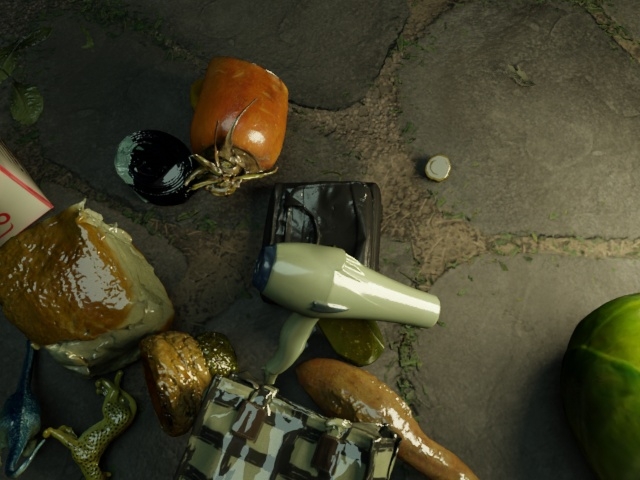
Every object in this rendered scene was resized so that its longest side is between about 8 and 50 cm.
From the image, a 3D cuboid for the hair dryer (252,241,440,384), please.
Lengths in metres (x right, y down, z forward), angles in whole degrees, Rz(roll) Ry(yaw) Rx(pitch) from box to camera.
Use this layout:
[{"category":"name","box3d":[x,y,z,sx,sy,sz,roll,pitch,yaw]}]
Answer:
[{"category":"hair dryer","box3d":[0.042,0.130,0.880,0.295,0.298,0.119,0,38,-1]}]

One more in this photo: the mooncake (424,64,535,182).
[{"category":"mooncake","box3d":[0.345,-0.262,1.158,0.346,0.057,0.150,-30,79,-9]}]

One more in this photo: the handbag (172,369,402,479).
[{"category":"handbag","box3d":[-0.075,0.402,0.838,0.325,0.162,0.327,17,89,15]}]

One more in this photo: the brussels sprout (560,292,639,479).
[{"category":"brussels sprout","box3d":[0.510,0.255,0.800,0.281,0.289,0.355,-4,89,-6]}]

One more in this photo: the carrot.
[{"category":"carrot","box3d":[-0.169,-0.236,1.132,0.214,0.193,0.331,-11,60,48]}]

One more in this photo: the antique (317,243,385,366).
[{"category":"antique","box3d":[0.039,0.126,0.956,0.081,0.080,0.221,-25,107,15]}]

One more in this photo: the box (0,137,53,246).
[{"category":"box","box3d":[-0.822,-0.131,1.112,0.312,0.300,0.314,-41,69,-11]}]

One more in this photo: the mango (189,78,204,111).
[{"category":"mango","box3d":[-0.272,-0.338,1.269,0.078,0.057,0.114,-29,59,-1]}]

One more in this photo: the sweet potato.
[{"category":"sweet potato","box3d":[0.115,0.315,0.916,0.385,0.109,0.109,32,74,18]}]

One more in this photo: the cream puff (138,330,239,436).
[{"category":"cream puff","box3d":[-0.223,0.241,0.974,0.168,0.183,0.183,-15,63,-28]}]

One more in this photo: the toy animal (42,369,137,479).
[{"category":"toy animal","box3d":[-0.397,0.345,0.993,0.136,0.073,0.181,37,63,11]}]

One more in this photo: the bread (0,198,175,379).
[{"category":"bread","box3d":[-0.437,0.109,1.006,0.250,0.225,0.279,-33,77,-1]}]

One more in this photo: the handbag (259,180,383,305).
[{"category":"handbag","box3d":[0.000,0.000,1.078,0.244,0.088,0.275,1,69,12]}]

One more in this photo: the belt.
[{"category":"belt","box3d":[-0.362,-0.160,1.190,0.198,0.078,0.151,30,78,15]}]

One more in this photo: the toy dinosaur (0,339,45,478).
[{"category":"toy dinosaur","box3d":[-0.540,0.325,0.961,0.076,0.363,0.147,10,106,-28]}]
